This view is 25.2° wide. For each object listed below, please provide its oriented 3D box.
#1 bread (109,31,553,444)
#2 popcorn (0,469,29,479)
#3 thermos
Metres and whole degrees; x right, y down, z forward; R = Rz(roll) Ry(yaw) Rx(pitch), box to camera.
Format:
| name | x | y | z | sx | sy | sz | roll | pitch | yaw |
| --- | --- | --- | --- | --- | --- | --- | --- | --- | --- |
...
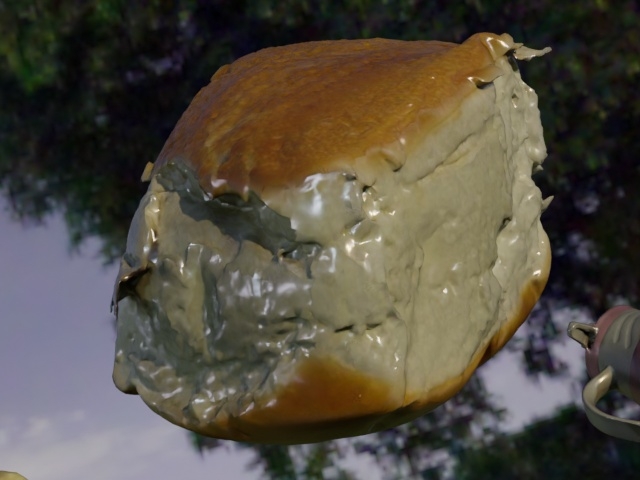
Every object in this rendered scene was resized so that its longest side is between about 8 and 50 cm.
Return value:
| name | x | y | z | sx | sy | sz | roll | pitch | yaw |
| --- | --- | --- | --- | --- | --- | --- | --- | --- | --- |
| bread | 0.000 | 0.000 | 0.923 | 0.250 | 0.225 | 0.279 | 3 | 25 | 37 |
| popcorn | -0.214 | 0.202 | 0.581 | 0.276 | 0.276 | 0.225 | -29 | -3 | 41 |
| thermos | 0.368 | 0.140 | 1.374 | 0.176 | 0.146 | 0.265 | -35 | 30 | -28 |
